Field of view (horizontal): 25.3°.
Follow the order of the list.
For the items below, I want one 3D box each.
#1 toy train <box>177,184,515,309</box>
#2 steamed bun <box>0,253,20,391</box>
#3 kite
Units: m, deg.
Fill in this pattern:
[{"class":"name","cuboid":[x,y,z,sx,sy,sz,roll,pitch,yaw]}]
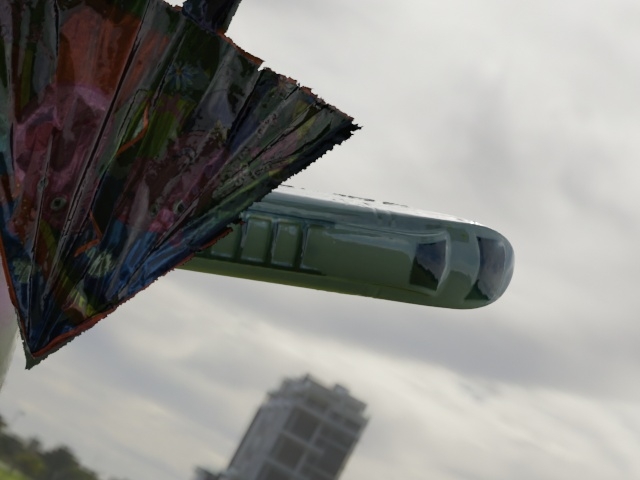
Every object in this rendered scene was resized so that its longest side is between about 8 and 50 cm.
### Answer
[{"class":"toy train","cuboid":[0.000,0.000,1.233,0.407,0.086,0.088,9,5,-19]},{"class":"steamed bun","cuboid":[-0.277,0.059,0.948,0.152,0.239,0.170,19,6,43]},{"class":"kite","cuboid":[-0.091,-0.049,0.654,0.016,0.234,0.321,28,1,37]}]
